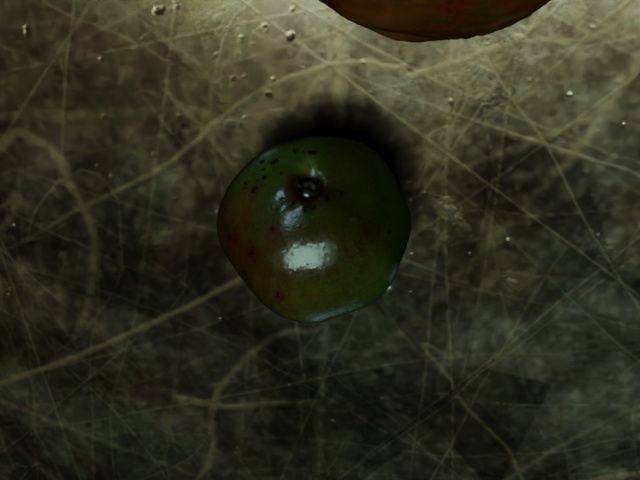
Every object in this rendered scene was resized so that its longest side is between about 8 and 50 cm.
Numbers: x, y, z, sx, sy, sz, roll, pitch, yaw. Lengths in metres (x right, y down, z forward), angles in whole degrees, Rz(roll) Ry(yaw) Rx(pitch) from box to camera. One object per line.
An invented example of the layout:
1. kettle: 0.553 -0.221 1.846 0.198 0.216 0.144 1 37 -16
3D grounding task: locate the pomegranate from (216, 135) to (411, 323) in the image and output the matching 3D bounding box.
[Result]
1. pomegranate: 0.000 0.000 1.046 0.179 0.180 0.210 -3 154 12

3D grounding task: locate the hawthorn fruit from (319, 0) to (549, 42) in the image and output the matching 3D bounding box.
1. hawthorn fruit: 0.062 -0.347 0.725 0.402 0.403 0.403 5 119 8
